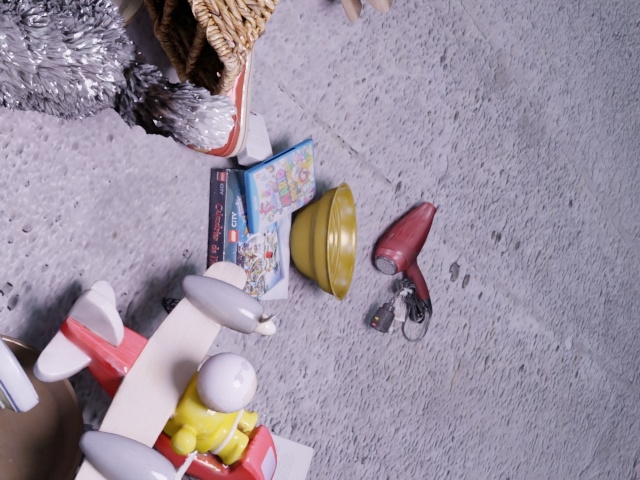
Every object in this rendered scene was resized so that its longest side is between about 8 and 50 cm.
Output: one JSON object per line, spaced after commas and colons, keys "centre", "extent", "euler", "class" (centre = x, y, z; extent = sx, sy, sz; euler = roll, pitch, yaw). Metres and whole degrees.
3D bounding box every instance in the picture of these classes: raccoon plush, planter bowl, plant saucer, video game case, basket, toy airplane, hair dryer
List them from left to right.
{"centre": [-0.465, 0.262, 1.417], "extent": [0.277, 0.041, 0.278], "euler": [22, 51, -29], "class": "plant saucer"}
{"centre": [-0.347, -0.229, 1.289], "extent": [0.299, 0.446, 0.216], "euler": [-51, 154, -64], "class": "raccoon plush"}
{"centre": [-0.213, 0.205, 1.487], "extent": [0.384, 0.272, 0.386], "euler": [6, 69, -48], "class": "toy airplane"}
{"centre": [-0.180, -0.340, 1.456], "extent": [0.213, 0.299, 0.223], "euler": [29, 79, -9], "class": "basket"}
{"centre": [-0.068, -0.096, 1.786], "extent": [0.166, 0.015, 0.119], "euler": [-32, 132, -40], "class": "video game case"}
{"centre": [0.000, 0.000, 1.872], "extent": [0.217, 0.090, 0.217], "euler": [3, 90, -75], "class": "planter bowl"}
{"centre": [0.178, 0.058, 2.112], "extent": [0.223, 0.080, 0.294], "euler": [16, 88, -60], "class": "hair dryer"}

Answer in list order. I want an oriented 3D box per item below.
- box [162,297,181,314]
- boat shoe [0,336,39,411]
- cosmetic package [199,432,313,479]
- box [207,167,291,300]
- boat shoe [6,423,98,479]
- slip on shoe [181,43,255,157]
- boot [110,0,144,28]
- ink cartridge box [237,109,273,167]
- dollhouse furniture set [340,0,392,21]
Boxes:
{"centre": [-0.218, 0.130, 1.697], "extent": [0.018, 0.083, 0.067], "euler": [-47, 124, -33], "class": "box"}
{"centre": [-0.503, 0.123, 1.382], "extent": [0.094, 0.109, 0.302], "euler": [-39, 98, -16], "class": "boat shoe"}
{"centre": [-0.140, 0.395, 1.756], "extent": [0.183, 0.151, 0.152], "euler": [31, 72, -43], "class": "cosmetic package"}
{"centre": [-0.124, -0.009, 1.803], "extent": [0.159, 0.044, 0.233], "euler": [-1, 95, -45], "class": "box"}
{"centre": [-0.448, 0.315, 1.477], "extent": [0.319, 0.099, 0.116], "euler": [6, 94, -44], "class": "boat shoe"}
{"centre": [-0.178, -0.300, 1.673], "extent": [0.101, 0.123, 0.332], "euler": [-8, 105, -40], "class": "slip on shoe"}
{"centre": [-0.362, -0.356, 1.504], "extent": [0.165, 0.077, 0.213], "euler": [49, 54, -37], "class": "boot"}
{"centre": [-0.121, -0.178, 1.783], "extent": [0.062, 0.029, 0.115], "euler": [17, 47, -41], "class": "ink cartridge box"}
{"centre": [0.207, -0.633, 1.862], "extent": [0.394, 0.362, 0.257], "euler": [-71, 143, -53], "class": "dollhouse furniture set"}
